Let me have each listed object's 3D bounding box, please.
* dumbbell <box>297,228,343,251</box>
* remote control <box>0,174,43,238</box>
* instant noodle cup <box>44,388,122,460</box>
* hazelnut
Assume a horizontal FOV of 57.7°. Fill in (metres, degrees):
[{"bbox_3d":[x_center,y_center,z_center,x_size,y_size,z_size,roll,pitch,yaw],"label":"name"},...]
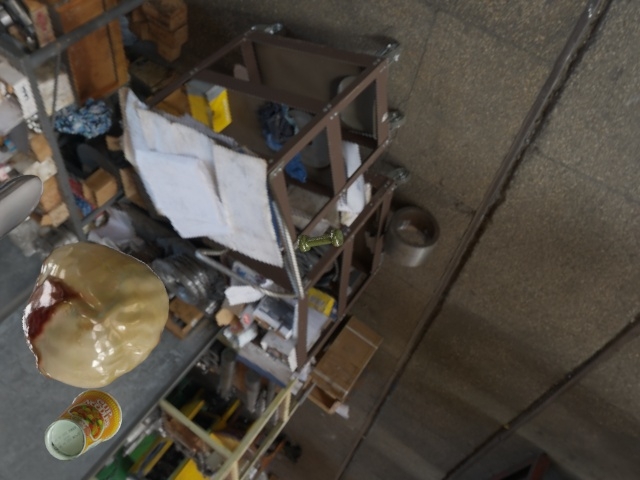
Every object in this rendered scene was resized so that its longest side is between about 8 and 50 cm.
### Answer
[{"bbox_3d":[0.000,0.000,1.503,0.117,0.052,0.046,-10,88,24],"label":"dumbbell"},{"bbox_3d":[-0.848,-0.055,1.502,0.103,0.332,0.221,46,131,-13],"label":"remote control"},{"bbox_3d":[-0.681,0.530,1.648,0.168,0.168,0.185,39,-174,2],"label":"instant noodle cup"},{"bbox_3d":[-0.410,0.134,1.070,0.261,0.261,0.241,44,145,-6],"label":"hazelnut"}]
